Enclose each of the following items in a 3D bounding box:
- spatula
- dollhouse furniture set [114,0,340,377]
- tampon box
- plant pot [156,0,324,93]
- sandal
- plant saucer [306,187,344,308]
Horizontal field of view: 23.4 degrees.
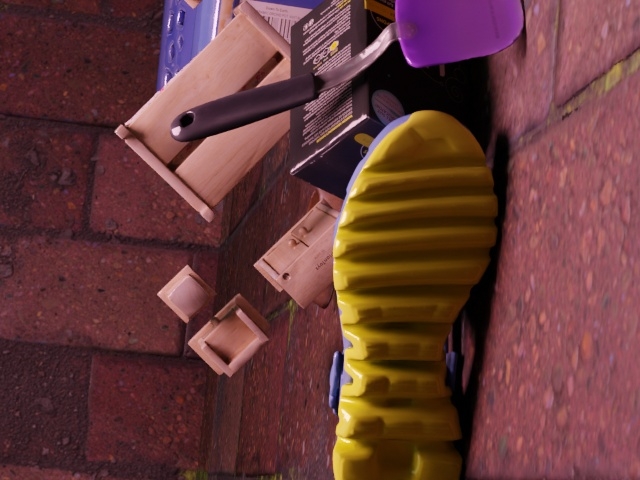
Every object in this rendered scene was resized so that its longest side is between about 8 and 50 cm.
[{"bbox_3d":[0.014,-0.133,1.198,0.030,0.296,0.084,46,-151,-49],"label":"spatula"},{"bbox_3d":[-0.127,-0.083,1.702,0.303,0.355,0.174,-45,10,-3],"label":"dollhouse furniture set"},{"bbox_3d":[0.051,-0.119,1.286,0.101,0.120,0.161,-33,45,40],"label":"tampon box"},{"bbox_3d":[-0.068,-0.256,1.917,0.212,0.236,0.236,-152,69,-75],"label":"plant pot"},{"bbox_3d":[0.060,0.052,1.216,0.138,0.126,0.317,-106,25,-78],"label":"sandal"},{"bbox_3d":[0.000,0.000,1.929,0.168,0.029,0.168,-173,90,-81],"label":"plant saucer"}]
